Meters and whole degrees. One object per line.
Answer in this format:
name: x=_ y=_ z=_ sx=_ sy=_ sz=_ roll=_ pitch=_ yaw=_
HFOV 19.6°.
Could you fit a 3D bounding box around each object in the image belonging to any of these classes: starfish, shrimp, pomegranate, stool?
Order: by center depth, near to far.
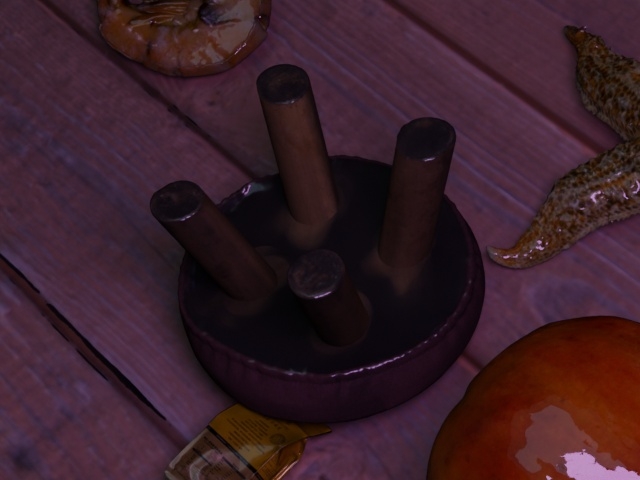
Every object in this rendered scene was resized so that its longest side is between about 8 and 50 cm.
pomegranate: x=0.214 y=0.197 z=1.377 sx=0.252 sy=0.229 sz=0.270 roll=-39 pitch=65 yaw=-18
stool: x=0.000 y=0.000 z=1.575 sx=0.272 sy=0.178 sz=0.272 roll=-6 pitch=49 yaw=7
starfish: x=0.338 y=-0.079 z=1.611 sx=0.358 sy=0.078 sz=0.347 roll=5 pitch=57 yaw=19
shrimp: x=-0.152 y=-0.278 z=1.887 sx=0.178 sy=0.075 sz=0.289 roll=-21 pitch=68 yaw=6

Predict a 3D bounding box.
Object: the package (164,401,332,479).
package: x=-0.062 y=0.179 z=1.574 sx=0.131 sy=0.047 sz=0.071 roll=-42 pitch=54 yaw=-9
